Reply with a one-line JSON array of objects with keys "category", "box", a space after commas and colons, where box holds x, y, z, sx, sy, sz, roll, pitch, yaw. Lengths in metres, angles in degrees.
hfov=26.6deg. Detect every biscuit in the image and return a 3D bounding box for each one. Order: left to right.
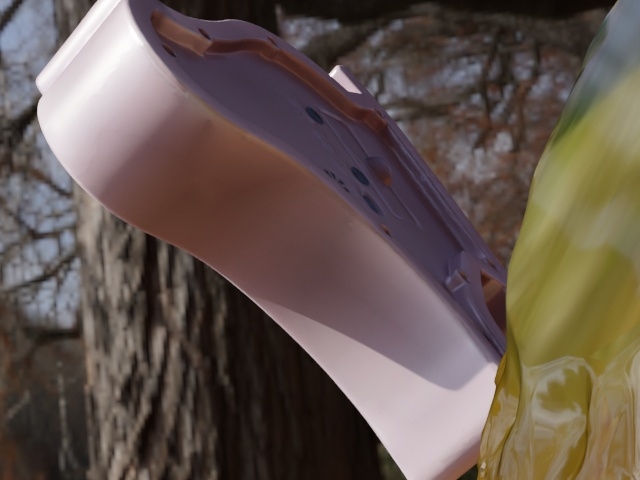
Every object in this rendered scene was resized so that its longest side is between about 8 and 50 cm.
[{"category": "biscuit", "box": [0.149, -0.044, 0.405, 0.078, 0.329, 0.335, 33, -53, -7]}]

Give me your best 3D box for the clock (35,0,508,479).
[{"category": "clock", "box": [0.000, 0.000, 0.721, 0.080, 0.290, 0.275, -45, -29, 18]}]
